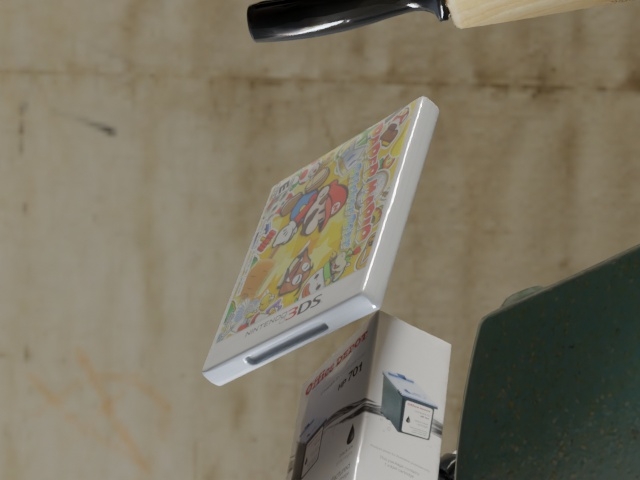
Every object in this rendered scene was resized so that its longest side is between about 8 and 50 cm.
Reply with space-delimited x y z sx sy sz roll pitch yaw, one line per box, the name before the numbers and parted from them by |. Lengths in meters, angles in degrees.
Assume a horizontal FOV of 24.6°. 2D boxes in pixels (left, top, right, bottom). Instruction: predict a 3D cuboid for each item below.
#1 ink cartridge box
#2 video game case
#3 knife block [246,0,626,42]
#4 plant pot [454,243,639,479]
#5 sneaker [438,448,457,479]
ink cartridge box | 0.036 0.177 1.224 0.139 0.082 0.190 -49 -157 42
video game case | 0.000 0.000 1.239 0.206 0.026 0.227 -29 -149 42
knife block | 0.091 -0.148 0.626 0.242 0.276 0.088 -32 -124 49
plant pot | 0.204 0.115 0.673 0.248 0.247 0.252 -29 -102 36
sneaker | 0.163 0.276 1.262 0.217 0.121 0.079 58 -21 9
